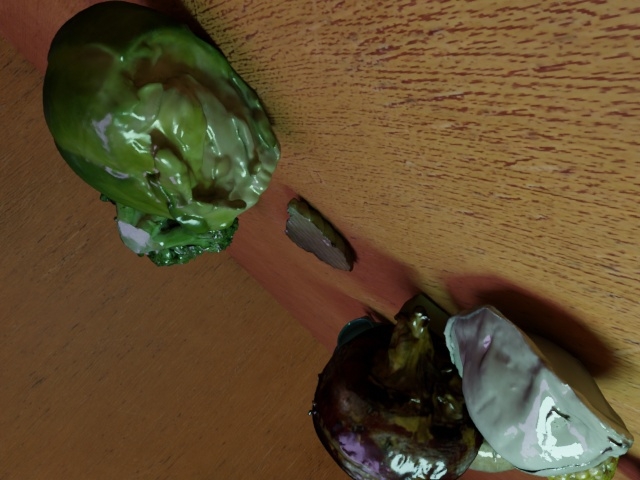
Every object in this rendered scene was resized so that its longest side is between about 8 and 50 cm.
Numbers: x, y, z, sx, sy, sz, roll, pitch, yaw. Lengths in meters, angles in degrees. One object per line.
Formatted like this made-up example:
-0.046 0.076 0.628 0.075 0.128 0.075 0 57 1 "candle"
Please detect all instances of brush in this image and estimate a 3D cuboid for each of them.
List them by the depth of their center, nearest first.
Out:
0.258 0.194 1.346 0.233 0.047 0.103 37 165 1 "brush"

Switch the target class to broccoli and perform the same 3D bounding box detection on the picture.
-0.369 -0.099 1.713 0.414 0.320 0.310 87 165 -44 "broccoli"

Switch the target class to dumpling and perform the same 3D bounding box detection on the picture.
0.287 0.209 1.011 0.260 0.181 0.341 52 -170 4 "dumpling"

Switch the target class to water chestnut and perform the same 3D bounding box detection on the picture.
0.149 0.274 1.251 0.335 0.347 0.335 16 -153 -8 "water chestnut"

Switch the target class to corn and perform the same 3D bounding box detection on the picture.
0.444 0.379 1.212 0.130 0.130 0.347 35 170 29 "corn"

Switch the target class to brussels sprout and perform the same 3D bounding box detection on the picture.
-0.245 -0.187 1.066 0.314 0.276 0.371 5 151 50 "brussels sprout"

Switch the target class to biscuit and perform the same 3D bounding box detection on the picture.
0.000 0.000 1.499 0.187 0.036 0.273 41 168 2 "biscuit"

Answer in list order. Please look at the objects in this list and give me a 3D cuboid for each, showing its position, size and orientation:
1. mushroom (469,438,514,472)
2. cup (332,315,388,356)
0.319 0.365 1.422 0.253 0.189 0.195 35 170 22 "mushroom"
0.156 0.326 1.820 0.258 0.219 0.290 50 -162 -34 "cup"
